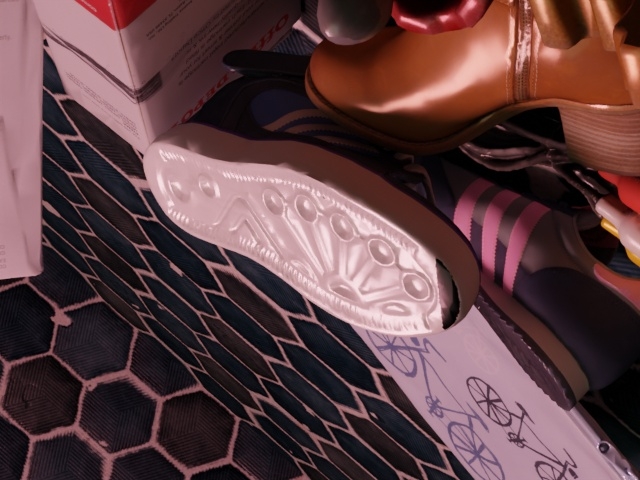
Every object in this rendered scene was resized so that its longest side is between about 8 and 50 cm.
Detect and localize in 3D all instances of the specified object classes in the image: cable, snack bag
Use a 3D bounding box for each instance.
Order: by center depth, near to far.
[{"bbox_3d":[0.185,-0.051,0.948,0.287,0.072,0.139,29,159,35],"label":"cable"},{"bbox_3d":[0.168,0.151,1.322,0.323,0.037,0.342,52,160,6],"label":"snack bag"}]

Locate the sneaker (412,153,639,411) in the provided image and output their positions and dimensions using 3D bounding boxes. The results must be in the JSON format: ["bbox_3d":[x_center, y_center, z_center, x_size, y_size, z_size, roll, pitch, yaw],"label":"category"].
[{"bbox_3d":[0.174,0.004,1.072,0.112,0.131,0.319,56,180,-43],"label":"sneaker"}]

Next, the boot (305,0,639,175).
[{"bbox_3d":[0.094,-0.152,0.815,0.283,0.109,0.220,19,148,32],"label":"boot"}]

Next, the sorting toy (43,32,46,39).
[{"bbox_3d":[-0.344,-0.295,1.551,0.075,0.045,0.083,49,163,2],"label":"sorting toy"}]

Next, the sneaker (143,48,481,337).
[{"bbox_3d":[0.044,-0.064,0.995,0.323,0.236,0.130,22,134,38],"label":"sneaker"}]

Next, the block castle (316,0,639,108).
[{"bbox_3d":[0.145,-0.195,0.382,0.453,0.213,0.303,11,145,43],"label":"block castle"}]

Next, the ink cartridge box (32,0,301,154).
[{"bbox_3d":[-0.118,-0.214,1.002,0.114,0.197,0.273,38,161,15],"label":"ink cartridge box"}]

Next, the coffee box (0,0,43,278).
[{"bbox_3d":[-0.434,-0.184,1.169,0.338,0.338,0.334,100,159,-43],"label":"coffee box"}]
